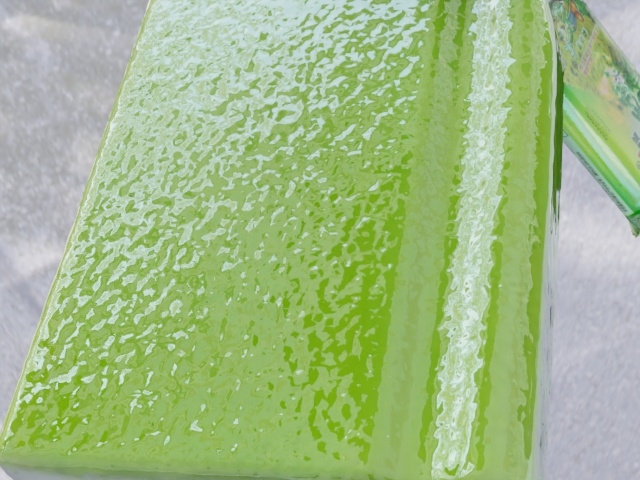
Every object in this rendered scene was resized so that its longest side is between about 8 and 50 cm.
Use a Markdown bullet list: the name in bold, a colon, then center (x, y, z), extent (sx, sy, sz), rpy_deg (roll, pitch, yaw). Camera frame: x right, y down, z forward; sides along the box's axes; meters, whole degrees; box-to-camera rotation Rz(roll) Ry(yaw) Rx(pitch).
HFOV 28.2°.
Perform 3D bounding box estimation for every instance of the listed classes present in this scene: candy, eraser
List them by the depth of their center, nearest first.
- **eraser**: center (0.000, 0.000, 0.553), extent (0.210, 0.092, 0.274), rpy_deg (0, 51, 17)
- **candy**: center (0.173, -0.095, 0.821), extent (0.178, 0.032, 0.102), rpy_deg (46, 51, -25)
